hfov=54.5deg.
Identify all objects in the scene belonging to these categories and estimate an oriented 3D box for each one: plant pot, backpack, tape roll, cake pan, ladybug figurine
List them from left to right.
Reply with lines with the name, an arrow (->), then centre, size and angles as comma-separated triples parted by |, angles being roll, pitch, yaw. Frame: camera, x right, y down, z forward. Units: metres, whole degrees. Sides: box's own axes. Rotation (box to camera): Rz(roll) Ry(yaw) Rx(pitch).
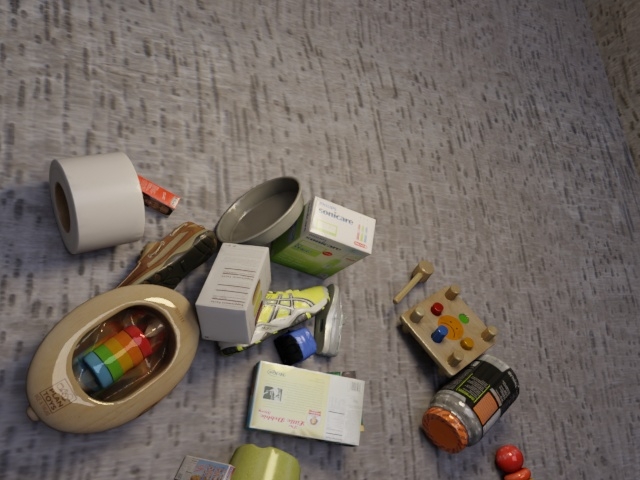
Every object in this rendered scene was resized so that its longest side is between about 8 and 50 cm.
tape roll -> -0.577, -0.098, 1.599 | 0.169, 0.246, 0.246 | -15, 79, -34
ladybug figurine -> -0.510, 0.286, 1.523 | 0.449, 0.162, 0.304 | -31, 97, -35
plant pot -> -0.163, 0.663, 1.547 | 0.276, 0.276, 0.253 | 30, 47, -17
cake pan -> -0.170, -0.076, 1.820 | 0.054, 0.293, 0.293 | 56, 51, -30
backpack -> -0.065, 0.301, 1.810 | 0.101, 0.120, 0.097 | -28, 85, -35

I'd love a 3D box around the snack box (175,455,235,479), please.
snack box -> -0.288, 0.577, 1.539 | 0.022, 0.178, 0.064 | 49, 52, -32

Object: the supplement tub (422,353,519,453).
supplement tub -> 0.479, 0.522, 1.991 | 0.316, 0.194, 0.193 | -31, 88, -35

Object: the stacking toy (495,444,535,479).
stacking toy -> 0.666, 0.832, 2.025 | 0.141, 0.141, 0.330 | -14, 72, -33

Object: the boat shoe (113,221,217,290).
boat shoe -> -0.437, 0.064, 1.707 | 0.120, 0.122, 0.324 | 37, 60, 26

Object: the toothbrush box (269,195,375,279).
toothbrush box -> 0.000, 0.000, 1.869 | 0.206, 0.283, 0.122 | 21, 62, -23

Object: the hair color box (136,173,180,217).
hair color box -> -0.479, -0.126, 1.771 | 0.141, 0.072, 0.043 | 29, 58, -17

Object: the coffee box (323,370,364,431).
coffee box -> 0.064, 0.485, 1.858 | 0.113, 0.040, 0.184 | 4, 69, -28

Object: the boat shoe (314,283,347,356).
boat shoe -> 0.037, 0.250, 1.923 | 0.081, 0.079, 0.227 | 23, 66, -31

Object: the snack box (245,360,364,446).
snack box -> -0.039, 0.465, 1.764 | 0.322, 0.060, 0.187 | 14, 65, -14

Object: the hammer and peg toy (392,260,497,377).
hammer and peg toy -> 0.387, 0.259, 2.072 | 0.266, 0.127, 0.361 | -27, 67, -35

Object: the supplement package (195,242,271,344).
supplement package -> -0.226, 0.139, 1.663 | 0.134, 0.138, 0.244 | 6, 41, 8

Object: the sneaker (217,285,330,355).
sneaker -> -0.134, 0.195, 1.800 | 0.385, 0.145, 0.147 | -21, 82, -36
